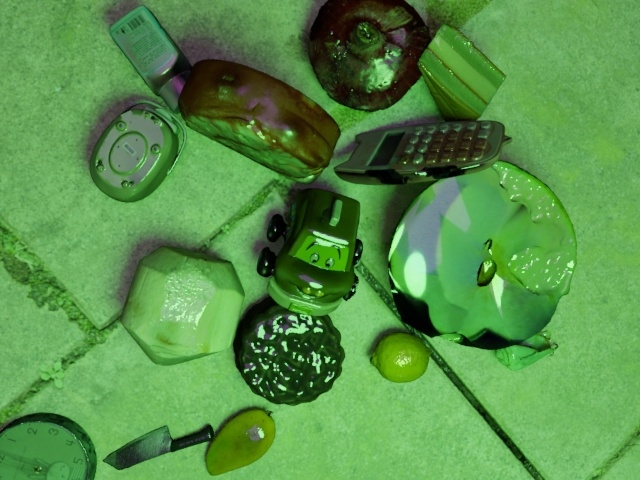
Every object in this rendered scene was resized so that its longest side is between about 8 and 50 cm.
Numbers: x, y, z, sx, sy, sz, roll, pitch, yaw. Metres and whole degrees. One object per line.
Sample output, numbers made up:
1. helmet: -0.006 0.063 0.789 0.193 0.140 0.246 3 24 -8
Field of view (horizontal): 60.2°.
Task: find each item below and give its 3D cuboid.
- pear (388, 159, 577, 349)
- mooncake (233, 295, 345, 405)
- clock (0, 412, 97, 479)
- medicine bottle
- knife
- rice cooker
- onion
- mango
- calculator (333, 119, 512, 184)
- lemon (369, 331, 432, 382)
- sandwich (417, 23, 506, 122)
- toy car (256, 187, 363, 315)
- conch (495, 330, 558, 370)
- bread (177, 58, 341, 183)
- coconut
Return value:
1. pear: 0.313 0.025 1.150 0.398 0.165 0.399 -2 102 -9
2. mooncake: -0.065 0.226 1.129 0.228 0.124 0.228 0 92 -10
3. clock: -0.561 0.455 1.097 0.215 0.042 0.215 0 91 -8
4. medicine bottle: -0.314 -0.348 1.087 0.094 0.119 0.188 -37 95 -2
5. knife: -0.337 0.421 1.143 0.230 0.028 0.060 -18 81 -5
6. rice cooker: -0.360 -0.171 1.080 0.145 0.127 0.206 35 94 -8
7. onion: 0.098 -0.385 1.100 0.252 0.219 0.252 0 90 2
8. mango: -0.166 0.420 1.148 0.187 0.066 0.101 -38 94 1
9. calculator: 0.203 -0.173 1.080 0.329 0.220 0.048 -2 123 27
10. lemon: 0.169 0.247 1.170 0.133 0.109 0.109 -6 91 -1
11. sandwich: 0.266 -0.336 1.147 0.187 0.144 0.117 35 84 -17
12. toy car: 0.000 0.000 1.063 0.204 0.198 0.248 17 56 -8
13. conch: 0.459 0.228 1.235 0.170 0.079 0.106 -9 98 -24
14. bread: -0.114 -0.211 1.014 0.295 0.327 0.114 25 89 -5
15. coconut: -0.262 0.132 1.057 0.241 0.241 0.241 0 91 -8
